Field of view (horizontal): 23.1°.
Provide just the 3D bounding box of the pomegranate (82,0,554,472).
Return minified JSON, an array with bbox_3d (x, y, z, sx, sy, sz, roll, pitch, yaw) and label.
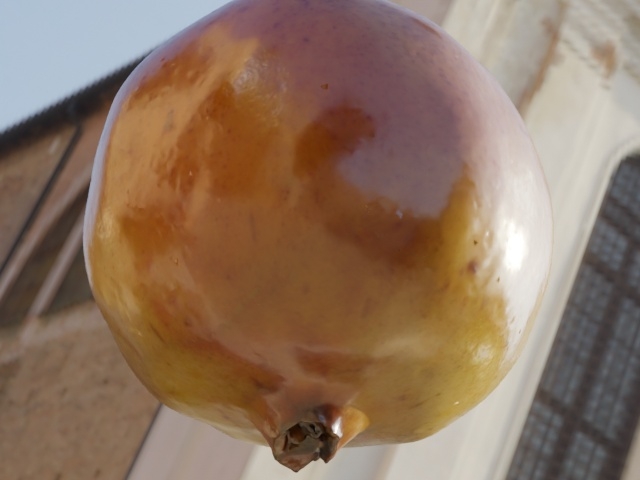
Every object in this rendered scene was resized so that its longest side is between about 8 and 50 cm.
[{"bbox_3d":[0.000,0.000,0.859,0.264,0.264,0.264,19,-27,10],"label":"pomegranate"}]
